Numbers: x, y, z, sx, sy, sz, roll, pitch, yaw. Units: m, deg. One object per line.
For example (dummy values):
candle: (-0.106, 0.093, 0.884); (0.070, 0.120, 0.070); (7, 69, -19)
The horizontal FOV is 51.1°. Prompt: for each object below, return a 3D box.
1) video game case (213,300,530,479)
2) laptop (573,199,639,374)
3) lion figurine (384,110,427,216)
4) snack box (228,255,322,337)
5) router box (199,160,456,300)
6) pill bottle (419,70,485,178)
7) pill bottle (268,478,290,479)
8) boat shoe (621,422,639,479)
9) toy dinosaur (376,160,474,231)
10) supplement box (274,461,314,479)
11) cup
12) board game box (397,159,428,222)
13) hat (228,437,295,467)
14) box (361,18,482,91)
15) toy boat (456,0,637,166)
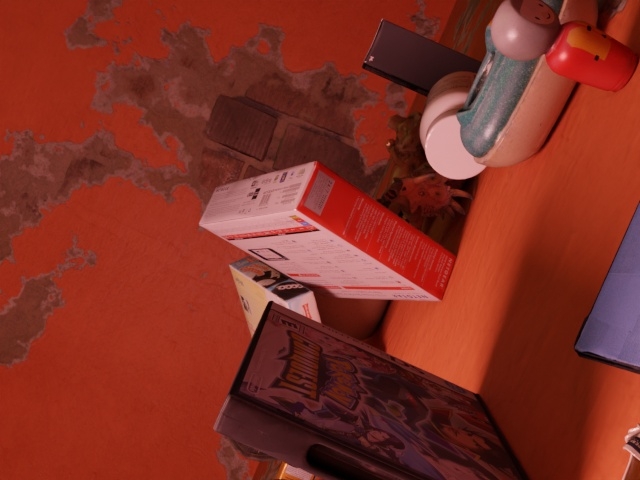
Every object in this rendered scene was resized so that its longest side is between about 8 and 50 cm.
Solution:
video game case: (0.050, 0.144, 0.575); (0.275, 0.248, 0.035); (-82, 17, -82)
laptop: (0.199, -0.157, 0.318); (0.236, 0.408, 0.382); (-30, 0, -5)
lion figurine: (0.208, -0.147, 1.750); (0.240, 0.142, 0.392); (-100, 18, -72)
snack box: (-0.085, 0.155, 1.356); (0.322, 0.060, 0.187); (23, 131, 61)
router box: (0.000, 0.000, 1.118); (0.335, 0.301, 0.082); (-4, 59, 56)
pill bottle: (0.229, -0.188, 1.093); (0.229, 0.131, 0.131); (-65, -1, -61)
pill bottle: (-0.066, 0.487, 1.106); (0.283, 0.160, 0.160); (119, 173, -77)
boat shoe: (0.185, 0.116, 0.366); (0.035, 0.035, 0.100); (172, 121, -88)
toy dinosaur: (0.206, -0.100, 1.190); (0.296, 0.127, 0.200); (-48, 0, -39)
supplement box: (-0.031, 0.472, 1.523); (0.078, 0.080, 0.234); (171, 120, -87)
cup: (0.027, 0.100, 1.493); (0.331, 0.330, 0.237); (-166, 72, -88)
board game box: (0.224, -0.127, 1.458); (0.260, 0.030, 0.136); (-51, -12, -56)
hat: (-0.007, 0.340, 1.290); (0.331, 0.134, 0.331); (-22, 21, 9)
box: (0.229, -0.375, 1.459); (0.184, 0.261, 0.103); (-78, 11, -77)
toy boat: (0.250, -0.220, 0.808); (0.318, 0.148, 0.268); (-80, 13, -82)
